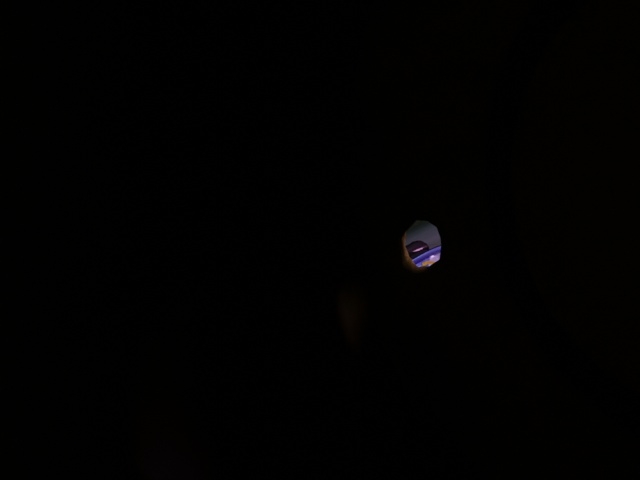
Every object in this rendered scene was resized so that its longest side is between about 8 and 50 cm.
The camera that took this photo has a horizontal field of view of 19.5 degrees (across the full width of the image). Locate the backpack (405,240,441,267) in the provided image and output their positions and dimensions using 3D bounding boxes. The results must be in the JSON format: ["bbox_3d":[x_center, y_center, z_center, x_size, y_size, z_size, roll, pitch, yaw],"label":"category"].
[{"bbox_3d":[0.026,0.069,0.556,0.105,0.114,0.084,-27,6,-14],"label":"backpack"}]

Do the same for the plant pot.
[{"bbox_3d":[0.000,0.000,0.291,0.366,0.366,0.353,-21,-6,34],"label":"plant pot"}]
